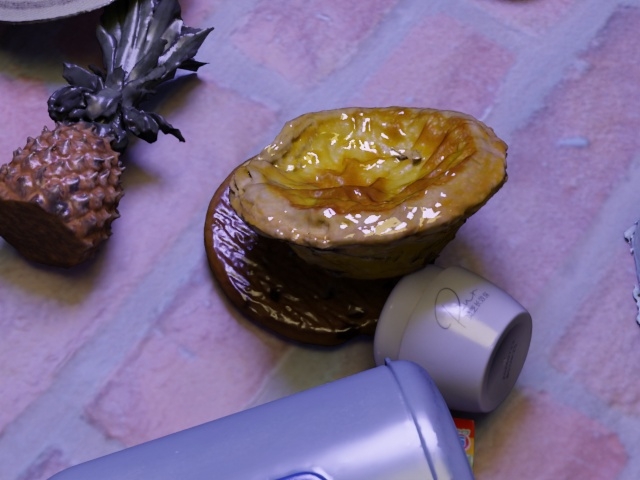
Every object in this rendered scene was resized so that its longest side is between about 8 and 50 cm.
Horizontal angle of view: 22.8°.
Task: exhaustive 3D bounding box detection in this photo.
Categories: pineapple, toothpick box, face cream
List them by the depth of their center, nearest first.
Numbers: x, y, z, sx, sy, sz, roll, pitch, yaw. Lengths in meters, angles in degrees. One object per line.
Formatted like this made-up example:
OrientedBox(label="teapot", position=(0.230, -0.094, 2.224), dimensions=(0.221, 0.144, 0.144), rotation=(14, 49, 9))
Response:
OrientedBox(label="toothpick box", position=(-0.063, 0.236, 1.099), dimensions=(0.354, 0.263, 0.263), rotation=(-17, 60, -3))
OrientedBox(label="face cream", position=(0.109, 0.081, 1.307), dimensions=(0.104, 0.117, 0.117), rotation=(21, 57, 27))
OrientedBox(label="pineapple", position=(-0.196, -0.107, 1.415), dimensions=(0.130, 0.119, 0.277), rotation=(-10, 42, 43))

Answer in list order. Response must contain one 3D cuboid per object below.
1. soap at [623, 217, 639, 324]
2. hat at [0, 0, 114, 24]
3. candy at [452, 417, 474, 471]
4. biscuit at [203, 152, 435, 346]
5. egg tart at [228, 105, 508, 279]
OrientedBox(label="soap", position=(0.408, 0.017, 1.398), dimensions=(0.261, 0.094, 0.150), rotation=(-1, 52, -4))
OrientedBox(label="hat", position=(-0.245, -0.315, 1.489), dimensions=(0.252, 0.110, 0.252), rotation=(-10, 39, 8))
OrientedBox(label="candy", position=(0.091, 0.202, 1.278), dimensions=(0.062, 0.038, 0.122), rotation=(6, 57, 0))
OrientedBox(label="biscuit", position=(0.000, 0.000, 1.402), dimensions=(0.212, 0.036, 0.212), rotation=(2, 56, -3))
OrientedBox(label="egg tart", position=(0.042, -0.036, 1.317), dimensions=(0.241, 0.106, 0.241), rotation=(-7, 28, 4))
